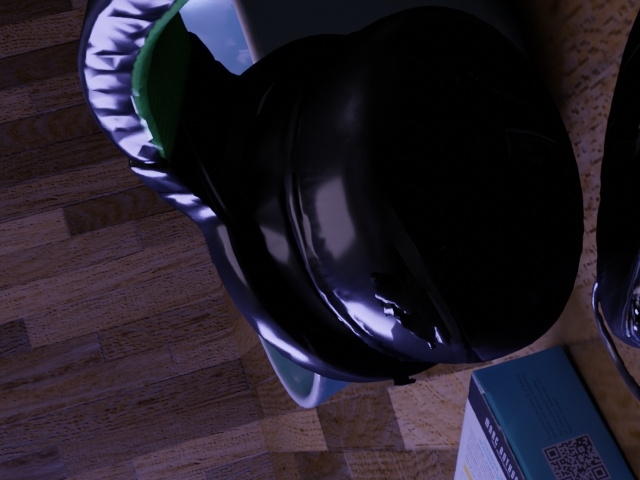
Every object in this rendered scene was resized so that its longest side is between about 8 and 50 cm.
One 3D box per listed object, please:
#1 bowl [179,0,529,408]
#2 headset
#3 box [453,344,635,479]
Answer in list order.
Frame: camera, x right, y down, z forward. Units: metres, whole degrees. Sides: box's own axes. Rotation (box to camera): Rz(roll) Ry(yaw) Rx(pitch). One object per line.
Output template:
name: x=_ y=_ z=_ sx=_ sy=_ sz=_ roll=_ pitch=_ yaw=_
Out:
bowl: x=0.022 y=-0.073 z=0.786 sx=0.311 sy=0.163 sz=0.312 roll=164 pitch=90 yaw=-79
headset: x=0.083 y=0.007 z=0.436 sx=0.394 sy=0.243 sz=0.185 roll=40 pitch=-127 yaw=-55
box: x=0.133 y=0.176 z=0.848 sx=0.244 sy=0.060 sz=0.101 roll=90 pitch=161 yaw=-54
